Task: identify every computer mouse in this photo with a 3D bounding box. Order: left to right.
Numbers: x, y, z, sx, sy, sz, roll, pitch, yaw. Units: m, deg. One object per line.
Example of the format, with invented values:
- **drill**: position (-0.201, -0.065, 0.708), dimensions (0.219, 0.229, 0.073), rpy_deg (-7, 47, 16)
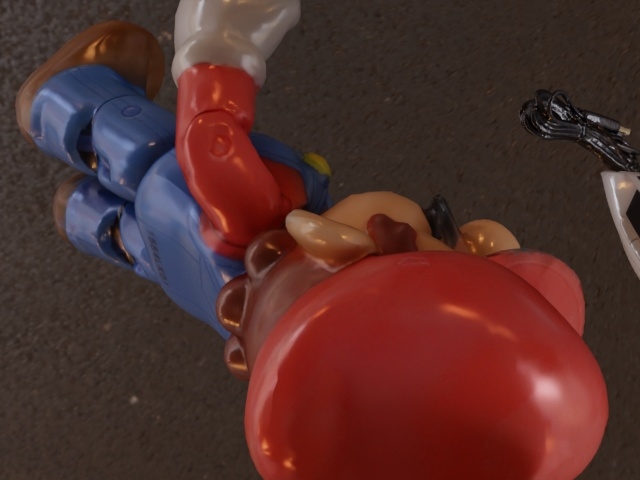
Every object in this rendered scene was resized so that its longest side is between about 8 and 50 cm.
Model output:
- **computer mouse**: position (0.199, -0.013, 0.615), dimensions (0.042, 0.106, 0.193), rpy_deg (-47, 47, 27)

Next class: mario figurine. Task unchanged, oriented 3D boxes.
- **mario figurine**: position (0.000, 0.000, 0.448), dimensions (0.320, 0.198, 0.170), rpy_deg (34, 89, 41)
